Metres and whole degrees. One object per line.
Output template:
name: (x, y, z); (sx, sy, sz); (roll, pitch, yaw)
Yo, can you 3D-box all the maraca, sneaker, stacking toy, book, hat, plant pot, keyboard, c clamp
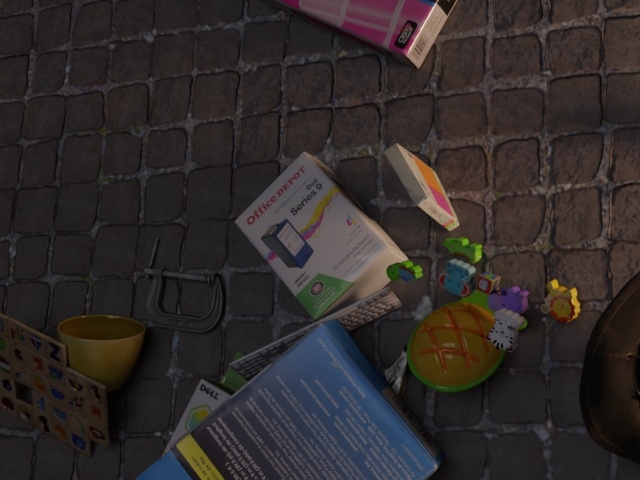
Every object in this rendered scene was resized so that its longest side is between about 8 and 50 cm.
maraca: (0.199, 0.131, 1.686); (0.127, 0.099, 0.185); (36, 66, 25)
sneaker: (0.107, 0.183, 1.745); (0.037, 0.032, 0.083); (15, 82, 27)
stacking toy: (0.217, 0.067, 1.658); (0.221, 0.167, 0.052); (27, 117, 30)
book: (0.146, -0.073, 1.735); (0.035, 0.144, 0.096); (-34, 64, 12)
hat: (0.456, 0.121, 1.522); (0.331, 0.331, 0.134); (-34, 24, 12)
plant pot: (-0.338, 0.178, 1.905); (0.134, 0.134, 0.095); (10, 105, 26)
keyboard: (-0.006, 0.135, 1.768); (0.256, 0.072, 0.014); (-27, 65, 7)
c clamp: (-0.215, 0.074, 1.926); (0.160, 0.022, 0.137); (12, 81, 27)

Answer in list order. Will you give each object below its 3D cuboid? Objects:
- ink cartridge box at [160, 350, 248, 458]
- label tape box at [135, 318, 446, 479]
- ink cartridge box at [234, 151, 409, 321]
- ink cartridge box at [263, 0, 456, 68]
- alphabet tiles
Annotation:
ink cartridge box: (-0.143, 0.273, 1.815); (0.109, 0.062, 0.209); (27, 87, 28)
label tape box: (-0.041, 0.310, 1.696); (0.347, 0.115, 0.249); (-41, 83, 11)
ink cartridge box: (0.000, 0.000, 1.811); (0.154, 0.093, 0.212); (-44, 61, 8)
ink cartridge box: (0.039, -0.415, 1.927); (0.371, 0.069, 0.176); (28, 89, 30)
alphabet tiles: (-0.418, 0.228, 1.911); (0.237, 0.009, 0.198); (21, 126, 27)
